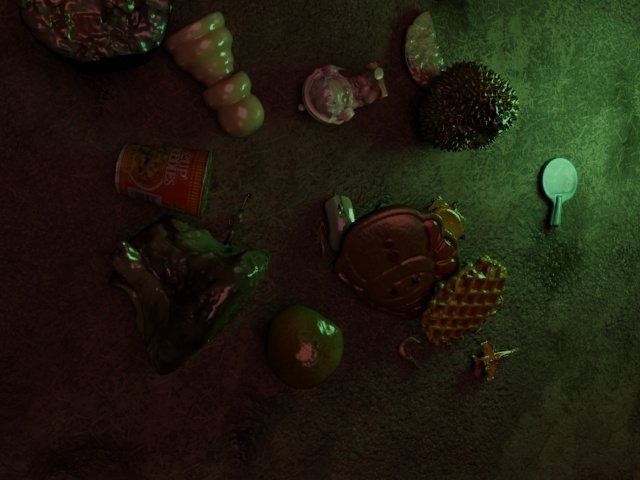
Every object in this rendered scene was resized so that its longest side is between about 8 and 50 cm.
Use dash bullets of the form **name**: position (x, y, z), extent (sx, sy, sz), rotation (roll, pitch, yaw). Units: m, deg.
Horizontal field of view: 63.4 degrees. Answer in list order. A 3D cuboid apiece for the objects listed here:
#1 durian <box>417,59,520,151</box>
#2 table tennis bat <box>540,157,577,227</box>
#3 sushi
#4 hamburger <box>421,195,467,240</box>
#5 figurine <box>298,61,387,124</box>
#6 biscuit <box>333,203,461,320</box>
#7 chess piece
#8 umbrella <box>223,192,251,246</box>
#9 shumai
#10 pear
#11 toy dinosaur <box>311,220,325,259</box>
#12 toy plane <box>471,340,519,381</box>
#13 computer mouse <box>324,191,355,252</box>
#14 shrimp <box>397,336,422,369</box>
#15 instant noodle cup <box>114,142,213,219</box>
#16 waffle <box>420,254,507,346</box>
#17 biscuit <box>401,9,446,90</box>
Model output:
- **durian**: position (0.427, -0.393, 1.509), extent (0.291, 0.291, 0.224), rotation (19, 48, -19)
- **table tennis bat**: position (0.802, -0.162, 1.753), extent (0.149, 0.038, 0.237), rotation (7, 89, -19)
- **sushi**: position (-0.502, -0.571, 1.178), extent (0.328, 0.285, 0.328), rotation (-17, 121, -11)
- **hamburger**: position (0.356, -0.041, 1.584), extent (0.189, 0.093, 0.164), rotation (-44, 108, -9)
- **figurine**: position (0.054, -0.405, 1.429), extent (0.237, 0.141, 0.162), rotation (-17, 95, -16)
- **biscuit**: position (0.232, 0.073, 1.517), extent (0.359, 0.074, 0.380), rotation (-24, 112, 5)
- **chess piece**: position (-0.252, -0.410, 1.335), extent (0.167, 0.167, 0.299), rotation (-35, 111, -13)
- **umbrella**: position (-0.252, -0.010, 1.415), extent (0.044, 0.044, 0.268), rotation (23, 86, 12)
- **shumai**: position (-0.342, 0.099, 1.263), extent (0.323, 0.324, 0.397), rotation (43, 109, 2)
- **pear**: position (-0.050, 0.299, 1.427), extent (0.229, 0.188, 0.211), rotation (30, 73, -18)
- **toy dinosaur**: position (-0.003, -0.001, 1.502), extent (0.041, 0.026, 0.113), rotation (2, 85, -36)
- **toy plane**: position (0.577, 0.386, 1.717), extent (0.189, 0.062, 0.135), rotation (-18, 100, -30)
- **computer mouse**: position (0.062, -0.052, 1.508), extent (0.089, 0.056, 0.181), rotation (-12, 98, -21)
- **shrimp**: position (0.295, 0.354, 1.635), extent (0.083, 0.023, 0.114), rotation (-41, 102, -14)
- **instant noodle cup**: position (-0.388, -0.159, 1.295), extent (0.212, 0.193, 0.192), rotation (10, 91, -8)
- **waffle**: position (0.446, 0.193, 1.585), extent (0.325, 0.068, 0.302), rotation (-32, 133, -3)
- **biscuit**: position (0.307, -0.551, 1.557), extent (0.133, 0.032, 0.249), rotation (-23, 102, -15)
